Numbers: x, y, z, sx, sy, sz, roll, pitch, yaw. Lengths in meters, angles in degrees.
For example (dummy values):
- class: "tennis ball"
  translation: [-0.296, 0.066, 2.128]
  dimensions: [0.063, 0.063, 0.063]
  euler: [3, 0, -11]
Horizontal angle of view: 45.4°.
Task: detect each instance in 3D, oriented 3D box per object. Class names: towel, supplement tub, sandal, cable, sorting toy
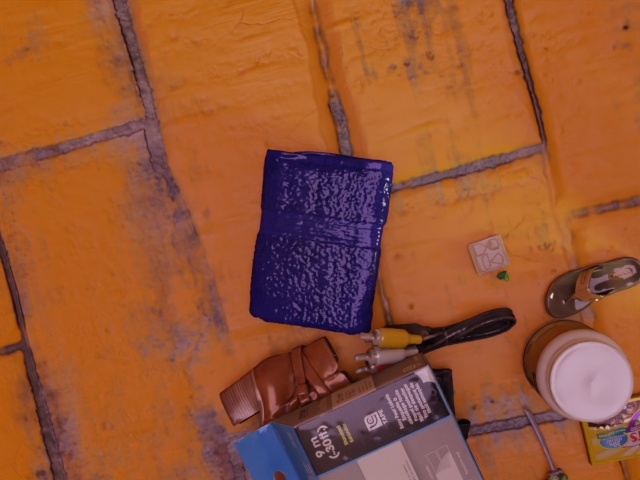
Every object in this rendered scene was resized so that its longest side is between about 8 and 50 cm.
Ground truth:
- class: "towel"
  translation: [0.000, 0.000, 1.340]
  dimensions: [0.228, 0.076, 0.308]
  euler: [8, 92, 12]
- class: "supplement tub"
  translation: [0.412, 0.208, 1.235]
  dimensions: [0.145, 0.200, 0.144]
  euler: [0, 91, 6]
- class: "sandal"
  translation: [0.467, 0.076, 1.303]
  dimensions: [0.180, 0.049, 0.072]
  euler: [-22, 89, 5]
- class: "cable"
  translation: [0.193, 0.183, 1.308]
  dimensions: [0.288, 0.139, 0.072]
  euler: [-3, 47, -7]
- class: "sorting toy"
  translation: [0.299, 0.037, 1.337]
  dimensions: [0.062, 0.012, 0.083]
  euler: [-19, 86, 1]

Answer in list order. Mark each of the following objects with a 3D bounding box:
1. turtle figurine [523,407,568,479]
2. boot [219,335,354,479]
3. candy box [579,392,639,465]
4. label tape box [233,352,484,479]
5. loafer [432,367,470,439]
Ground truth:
- class: "turtle figurine"
  translation: [0.412, 0.465, 1.238]
  dimensions: [0.266, 0.198, 0.274]
  euler: [28, 84, -6]
- class: "boot"
  translation: [-0.019, 0.327, 1.339]
  dimensions: [0.220, 0.109, 0.283]
  euler: [-29, 81, 1]
- class: "candy box"
  translation: [0.554, 0.315, 1.311]
  dimensions: [0.206, 0.027, 0.105]
  euler: [-14, 93, 6]
- class: "label tape box"
  translation: [0.064, 0.370, 1.228]
  dimensions: [0.348, 0.115, 0.249]
  euler: [-25, 93, 0]
- class: "loafer"
  translation: [0.222, 0.330, 1.317]
  dimensions: [0.078, 0.076, 0.223]
  euler: [-16, 86, 15]
